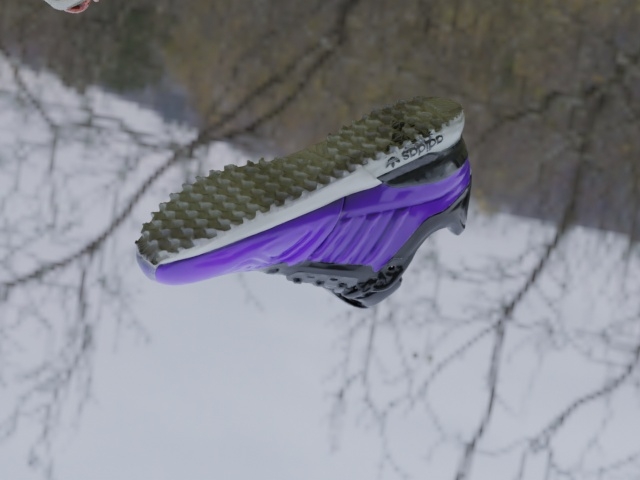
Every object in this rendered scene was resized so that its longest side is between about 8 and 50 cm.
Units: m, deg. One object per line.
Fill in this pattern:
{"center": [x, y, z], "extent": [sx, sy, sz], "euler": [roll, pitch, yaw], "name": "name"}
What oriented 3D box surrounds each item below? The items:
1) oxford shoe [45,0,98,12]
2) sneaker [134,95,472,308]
{"center": [-0.091, -0.175, 0.824], "extent": [0.348, 0.130, 0.123], "euler": [7, -165, -11], "name": "oxford shoe"}
{"center": [0.001, 0.000, 1.363], "extent": [0.293, 0.146, 0.102], "euler": [-22, -151, -16], "name": "sneaker"}
